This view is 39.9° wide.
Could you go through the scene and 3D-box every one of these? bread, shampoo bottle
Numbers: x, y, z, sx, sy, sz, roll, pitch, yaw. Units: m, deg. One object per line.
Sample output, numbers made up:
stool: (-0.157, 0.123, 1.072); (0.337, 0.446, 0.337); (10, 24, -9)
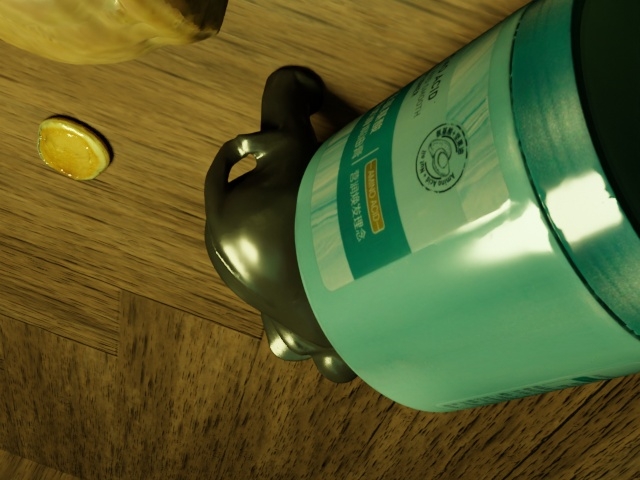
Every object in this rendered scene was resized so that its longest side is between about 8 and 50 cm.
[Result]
bread: (-0.337, -0.124, 1.198); (0.110, 0.024, 0.110); (13, 143, 10)
shampoo bottle: (0.198, -0.026, 0.821); (0.331, 0.331, 0.343); (38, 141, -22)

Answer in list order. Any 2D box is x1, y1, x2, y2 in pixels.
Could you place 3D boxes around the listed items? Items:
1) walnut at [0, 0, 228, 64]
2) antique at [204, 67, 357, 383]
walnut: (-0.196, -0.297, 0.704); (0.306, 0.306, 0.344); (-17, 123, 39)
antique: (0.000, 0.000, 1.012); (0.322, 0.255, 0.185); (37, 138, -25)
